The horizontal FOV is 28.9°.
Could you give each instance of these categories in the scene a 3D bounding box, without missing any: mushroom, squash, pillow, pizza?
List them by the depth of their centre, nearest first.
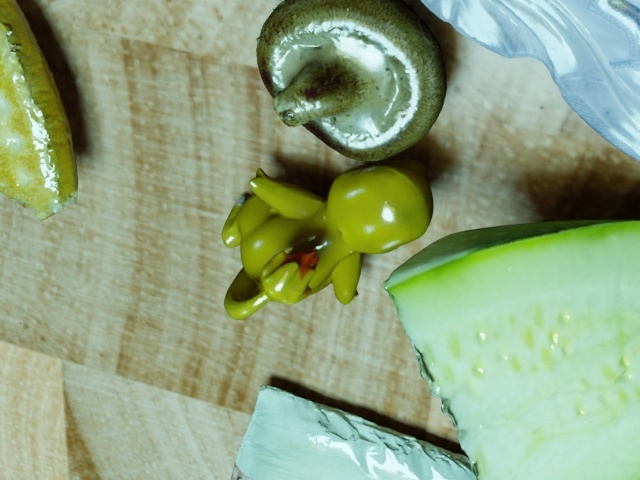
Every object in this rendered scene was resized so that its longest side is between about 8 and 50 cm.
[{"bbox_3d":[0.019,-0.109,0.804,0.109,0.085,0.126,-41,101,2],"label":"mushroom"},{"bbox_3d":[0.193,0.067,0.810,0.155,0.204,0.237,4,130,46],"label":"squash"},{"bbox_3d":[-0.270,-0.103,0.945,0.199,0.062,0.188,-4,109,32],"label":"pizza"},{"bbox_3d":[0.040,0.203,1.030,0.229,0.051,0.128,17,120,9],"label":"pillow"}]

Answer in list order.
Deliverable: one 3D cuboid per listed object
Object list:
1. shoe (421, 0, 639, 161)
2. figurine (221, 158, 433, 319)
[{"bbox_3d":[0.179,-0.140,0.709,0.245,0.095,0.137,36,132,4],"label":"shoe"},{"bbox_3d":[0.000,0.001,0.862,0.176,0.122,0.121,-27,107,35],"label":"figurine"}]
